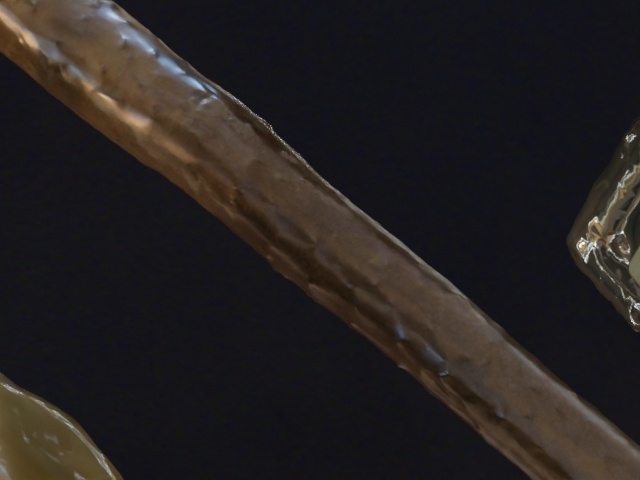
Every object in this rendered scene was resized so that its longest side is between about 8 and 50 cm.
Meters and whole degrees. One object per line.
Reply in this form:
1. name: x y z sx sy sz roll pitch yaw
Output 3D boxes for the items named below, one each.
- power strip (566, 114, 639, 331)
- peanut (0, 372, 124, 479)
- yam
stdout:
1. power strip: 0.246 0.002 0.782 0.092 0.257 0.251 -18 -36 -36
2. peanut: -0.089 0.167 0.459 0.143 0.291 0.159 -30 -40 -7
3. yam: 0.000 0.000 0.566 0.327 0.045 0.045 39 -129 7
